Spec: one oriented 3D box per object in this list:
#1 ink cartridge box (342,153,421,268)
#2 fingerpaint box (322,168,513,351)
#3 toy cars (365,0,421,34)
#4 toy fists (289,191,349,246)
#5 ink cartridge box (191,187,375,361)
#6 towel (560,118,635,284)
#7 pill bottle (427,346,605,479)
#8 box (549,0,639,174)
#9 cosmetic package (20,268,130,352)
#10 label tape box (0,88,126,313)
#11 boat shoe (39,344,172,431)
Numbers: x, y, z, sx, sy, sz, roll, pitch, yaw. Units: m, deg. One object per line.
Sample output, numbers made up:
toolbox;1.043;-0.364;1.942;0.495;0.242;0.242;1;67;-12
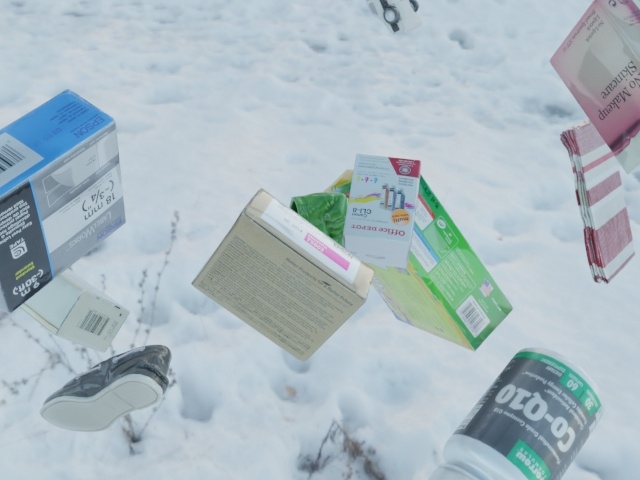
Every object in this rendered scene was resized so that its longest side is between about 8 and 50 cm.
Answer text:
ink cartridge box;0.118;-0.054;1.342;0.128;0.127;0.176;7;68;7
fingerpaint box;0.223;0.034;1.784;0.163;0.445;0.371;-44;21;-14
toy cars;0.059;-0.560;1.430;0.087;0.393;0.177;-16;55;44
toy fists;0.000;0.000;1.614;0.142;0.279;0.096;-9;47;-18
ink cartridge box;-0.061;0.060;1.133;0.234;0.193;0.088;37;36;-7
towel;0.598;-0.094;1.496;0.037;0.329;0.237;-8;9;41
pill bottle;0.365;0.394;1.335;0.204;0.204;0.361;30;61;30
box;0.484;-0.244;1.061;0.126;0.149;0.232;-20;71;-20
cosmetic package;-0.590;0.118;1.560;0.309;0.160;0.113;24;80;34
label tape box;-0.414;-0.022;1.054;0.105;0.334;0.240;32;52;15
boat shoe;-0.403;0.284;1.339;0.335;0.112;0.096;-23;31;32
